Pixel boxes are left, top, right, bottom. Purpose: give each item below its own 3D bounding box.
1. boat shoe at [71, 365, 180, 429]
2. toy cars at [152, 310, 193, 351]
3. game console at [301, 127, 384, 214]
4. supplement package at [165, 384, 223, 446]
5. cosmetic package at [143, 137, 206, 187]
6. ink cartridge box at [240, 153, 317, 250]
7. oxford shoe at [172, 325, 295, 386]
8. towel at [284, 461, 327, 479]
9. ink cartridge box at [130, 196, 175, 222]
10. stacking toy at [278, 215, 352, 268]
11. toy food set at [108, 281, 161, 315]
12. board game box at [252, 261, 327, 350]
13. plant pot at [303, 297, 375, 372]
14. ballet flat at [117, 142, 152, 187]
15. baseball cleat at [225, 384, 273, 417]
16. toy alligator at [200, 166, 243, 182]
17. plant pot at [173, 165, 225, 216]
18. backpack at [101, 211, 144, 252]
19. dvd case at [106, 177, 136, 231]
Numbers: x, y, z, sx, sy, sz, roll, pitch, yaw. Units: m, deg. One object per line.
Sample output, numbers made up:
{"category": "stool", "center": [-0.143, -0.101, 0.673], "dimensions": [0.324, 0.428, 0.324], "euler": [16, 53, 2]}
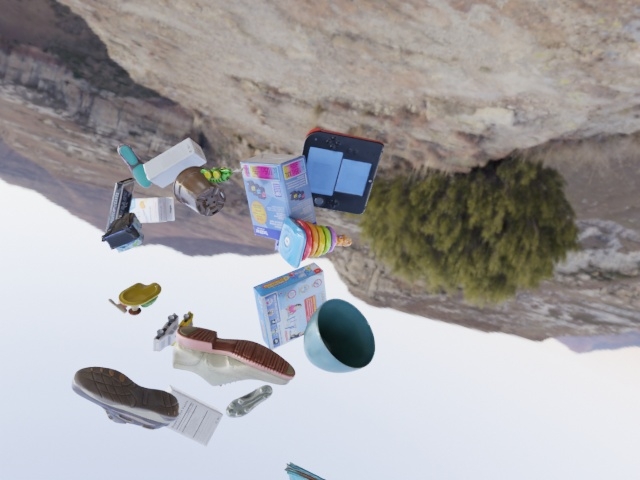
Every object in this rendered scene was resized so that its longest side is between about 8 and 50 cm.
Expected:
{"category": "boat shoe", "center": [-0.624, 0.519, 1.724], "dimensions": [0.355, 0.130, 0.132], "euler": [32, -159, -23]}
{"category": "toy cars", "center": [-0.670, 0.434, 2.583], "dimensions": [0.087, 0.177, 0.393], "euler": [19, 177, 7]}
{"category": "game console", "center": [0.072, -0.298, 2.414], "dimensions": [0.341, 0.387, 0.060], "euler": [13, -142, -3]}
{"category": "supplement package", "center": [-0.670, 0.876, 2.743], "dimensions": [0.293, 0.175, 0.177], "euler": [32, 164, -14]}
{"category": "cosmetic package", "center": [-0.606, -0.322, 2.279], "dimensions": [0.231, 0.086, 0.117], "euler": [-27, 162, 6]}
{"category": "ink cartridge box", "center": [-0.165, -0.150, 2.263], "dimensions": [0.151, 0.396, 0.270], "euler": [-28, -153, -37]}
{"category": "oxford shoe", "center": [-0.277, 0.395, 1.731], "dimensions": [0.396, 0.147, 0.140], "euler": [18, -170, 5]}
{"category": "towel", "center": [0.015, 0.928, 1.948], "dimensions": [0.271, 0.040, 0.370], "euler": [17, 141, 22]}
{"category": "ink cartridge box", "center": [-0.707, -0.128, 2.285], "dimensions": [0.181, 0.104, 0.061], "euler": [-2, -175, 16]}
{"category": "stacking toy", "center": [0.000, 0.000, 2.135], "dimensions": [0.301, 0.166, 0.175], "euler": [-1, -152, -31]}
{"category": "toy food set", "center": [-0.732, 0.243, 2.178], "dimensions": [0.128, 0.071, 0.218], "euler": [22, -147, 26]}
{"category": "board game box", "center": [-0.122, 0.287, 2.388], "dimensions": [0.301, 0.308, 0.086], "euler": [-21, -144, -23]}
{"category": "plant pot", "center": [0.044, 0.401, 2.148], "dimensions": [0.290, 0.290, 0.195], "euler": [15, 139, -37]}
{"category": "ballet flat", "center": [-0.822, -0.338, 2.429], "dimensions": [0.222, 0.076, 0.079], "euler": [59, 171, -25]}
{"category": "baseball cleat", "center": [-0.279, 0.627, 2.111], "dimensions": [0.205, 0.072, 0.109], "euler": [-19, 168, -28]}
{"category": "toy alligator", "center": [-0.361, -0.239, 2.013], "dimensions": [0.189, 0.051, 0.056], "euler": [3, -155, 27]}
{"category": "plant pot", "center": [-0.456, -0.182, 2.101], "dimensions": [0.167, 0.167, 0.165], "euler": [14, -165, -44]}
{"category": "backpack", "center": [-0.579, -0.023, 1.619], "dimensions": [0.105, 0.084, 0.114], "euler": [-24, -148, 3]}
{"category": "dvd case", "center": [-0.718, -0.131, 1.976], "dimensions": [0.029, 0.179, 0.239], "euler": [13, -172, -11]}
